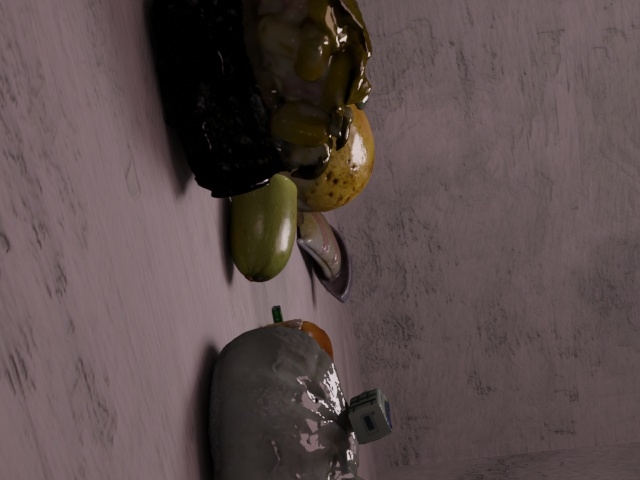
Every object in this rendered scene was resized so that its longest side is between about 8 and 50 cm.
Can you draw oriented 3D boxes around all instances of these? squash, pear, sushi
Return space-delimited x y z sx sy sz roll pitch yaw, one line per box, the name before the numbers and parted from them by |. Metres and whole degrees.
squash | -0.099 -0.014 1.691 0.123 0.123 0.186 75 14 -54
pear | -0.023 -0.189 1.967 0.271 0.271 0.271 -7 90 -84
sushi | -0.062 -0.258 1.439 0.328 0.285 0.328 -62 140 -73

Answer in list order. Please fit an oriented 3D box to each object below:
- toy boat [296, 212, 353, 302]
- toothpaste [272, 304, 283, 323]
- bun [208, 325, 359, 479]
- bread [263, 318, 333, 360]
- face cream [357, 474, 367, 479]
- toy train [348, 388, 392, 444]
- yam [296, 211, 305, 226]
toy boat | 0.006 0.005 2.780 0.276 0.111 0.293 -101 169 -50
toothpaste | -0.084 0.175 2.072 0.020 0.017 0.083 -87 168 -68
bun | -0.043 0.301 1.447 0.354 0.194 0.354 -8 90 -83
bread | -0.040 0.230 1.955 0.241 0.107 0.136 44 41 -73
face cream | 0.012 0.505 1.610 0.218 0.218 0.179 -90 172 -50
toy train | 0.072 0.244 1.467 0.234 0.052 0.051 -38 106 -86
yam | -0.082 -0.142 2.307 0.061 0.061 0.274 -90 172 -49
